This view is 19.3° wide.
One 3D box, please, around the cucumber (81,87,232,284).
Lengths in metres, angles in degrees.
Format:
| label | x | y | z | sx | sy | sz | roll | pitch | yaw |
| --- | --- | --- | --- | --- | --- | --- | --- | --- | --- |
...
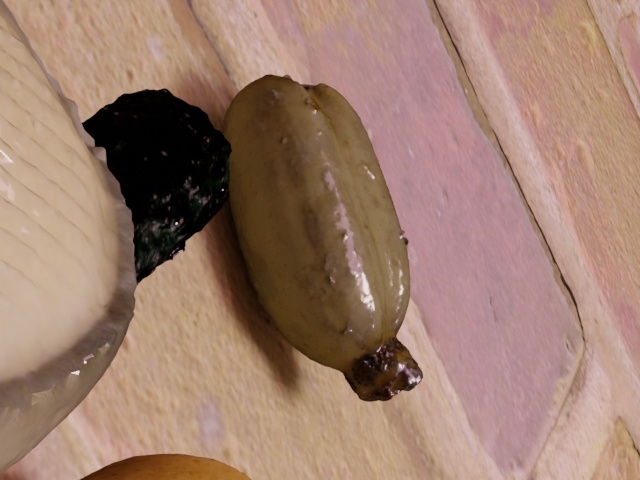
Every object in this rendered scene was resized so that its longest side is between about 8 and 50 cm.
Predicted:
| label | x | y | z | sx | sy | sz | roll | pitch | yaw |
| --- | --- | --- | --- | --- | --- | --- | --- | --- | --- |
| cucumber | -0.118 | 0.018 | 0.757 | 0.303 | 0.072 | 0.081 | -52 | 147 | -60 |

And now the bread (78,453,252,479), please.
| label | x | y | z | sx | sy | sz | roll | pitch | yaw |
| --- | --- | --- | --- | --- | --- | --- | --- | --- | --- |
| bread | -0.047 | 0.156 | 0.749 | 0.073 | 0.122 | 0.149 | -27 | 98 | -67 |

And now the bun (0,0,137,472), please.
| label | x | y | z | sx | sy | sz | roll | pitch | yaw |
| --- | --- | --- | --- | --- | --- | --- | --- | --- | --- |
| bun | -0.193 | -0.023 | 0.567 | 0.287 | 0.146 | 0.287 | 43 | 22 | -22 |

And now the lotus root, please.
| label | x | y | z | sx | sy | sz | roll | pitch | yaw |
| --- | --- | --- | --- | --- | --- | --- | --- | --- | --- |
| lotus root | -0.001 | 0.000 | 0.991 | 0.090 | 0.077 | 0.183 | -8 | 76 | -56 |
